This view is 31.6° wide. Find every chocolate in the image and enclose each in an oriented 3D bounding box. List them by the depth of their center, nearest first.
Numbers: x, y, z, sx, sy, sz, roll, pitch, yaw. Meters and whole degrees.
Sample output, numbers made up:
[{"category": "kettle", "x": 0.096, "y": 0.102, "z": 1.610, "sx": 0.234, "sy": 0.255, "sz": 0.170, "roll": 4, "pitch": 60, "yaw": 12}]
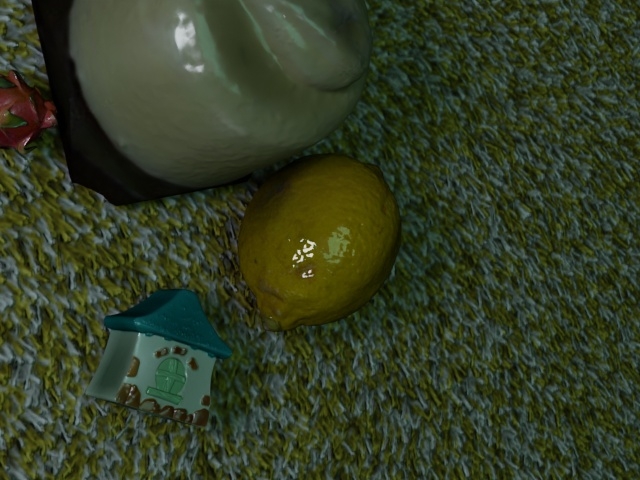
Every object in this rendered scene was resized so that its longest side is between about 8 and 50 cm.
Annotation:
[{"category": "chocolate", "x": -0.111, "y": -0.224, "z": 1.240, "sx": 0.326, "sy": 0.297, "sz": 0.314, "roll": -11, "pitch": 89, "yaw": -31}]

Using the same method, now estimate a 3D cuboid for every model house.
[{"category": "model house", "x": -0.180, "y": 0.126, "z": 1.293, "sx": 0.127, "sy": 0.100, "sz": 0.149, "roll": 22, "pitch": 75, "yaw": -30}]

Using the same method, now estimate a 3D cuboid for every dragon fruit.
[{"category": "dragon fruit", "x": -0.343, "y": -0.143, "z": 1.209, "sx": 0.116, "sy": 0.086, "sz": 0.081, "roll": 28, "pitch": 79, "yaw": -31}]

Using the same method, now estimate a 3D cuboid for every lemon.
[{"category": "lemon", "x": 0.000, "y": 0.000, "z": 1.357, "sx": 0.188, "sy": 0.188, "sz": 0.257, "roll": 45, "pitch": 62, "yaw": -22}]
